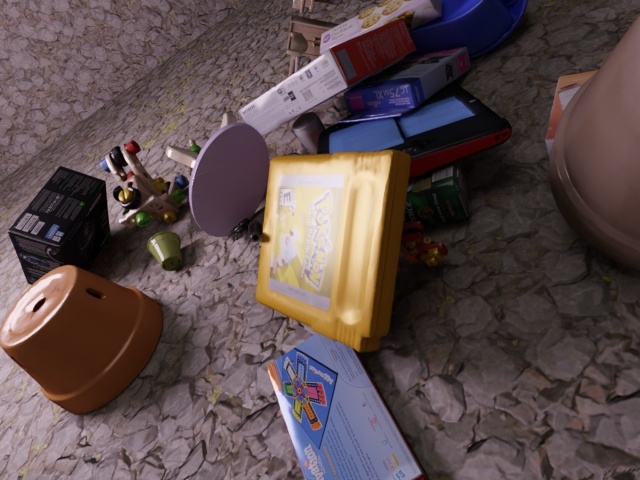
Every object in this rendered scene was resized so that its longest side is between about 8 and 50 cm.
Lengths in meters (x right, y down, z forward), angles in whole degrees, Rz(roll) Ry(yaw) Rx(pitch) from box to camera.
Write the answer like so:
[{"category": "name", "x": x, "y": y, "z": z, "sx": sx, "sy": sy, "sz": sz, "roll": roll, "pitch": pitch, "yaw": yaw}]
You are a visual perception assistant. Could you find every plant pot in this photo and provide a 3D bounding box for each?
[{"category": "plant pot", "x": 0.429, "y": -0.143, "z": 0.484, "sx": 0.323, "sy": 0.280, "sz": 0.323, "roll": -7, "pitch": 68, "yaw": 19}, {"category": "plant pot", "x": -0.523, "y": 0.190, "z": 0.988, "sx": 0.291, "sy": 0.203, "sz": 0.290, "roll": -21, "pitch": 41, "yaw": 19}, {"category": "plant pot", "x": -0.379, "y": 0.034, "z": 1.151, "sx": 0.083, "sy": 0.083, "sz": 0.079, "roll": -36, "pitch": 52, "yaw": 0}]

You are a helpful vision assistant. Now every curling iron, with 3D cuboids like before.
[{"category": "curling iron", "x": -0.148, "y": -0.016, "z": 0.979, "sx": 0.068, "sy": 0.035, "sz": 0.274, "roll": -37, "pitch": 15, "yaw": -9}]

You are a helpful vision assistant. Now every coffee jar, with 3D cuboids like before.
[{"category": "coffee jar", "x": 0.166, "y": -0.068, "z": 0.826, "sx": 0.185, "sy": 0.096, "sz": 0.079, "roll": -11, "pitch": 42, "yaw": 29}]

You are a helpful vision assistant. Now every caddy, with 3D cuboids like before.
[{"category": "caddy", "x": 0.333, "y": -0.574, "z": 1.161, "sx": 0.341, "sy": 0.179, "sz": 0.241, "roll": 7, "pitch": 78, "yaw": 43}]

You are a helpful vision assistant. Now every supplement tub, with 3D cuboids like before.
[{"category": "supplement tub", "x": -0.014, "y": -0.254, "z": 1.140, "sx": 0.071, "sy": 0.107, "sz": 0.071, "roll": -20, "pitch": 41, "yaw": 19}]

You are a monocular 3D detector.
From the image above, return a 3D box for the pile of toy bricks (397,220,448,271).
[{"category": "pile of toy bricks", "x": 0.092, "y": 0.049, "z": 0.755, "sx": 0.212, "sy": 0.118, "sz": 0.105, "roll": -11, "pitch": 60, "yaw": 29}]

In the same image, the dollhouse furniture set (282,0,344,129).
[{"category": "dollhouse furniture set", "x": -0.014, "y": -0.539, "z": 1.347, "sx": 0.174, "sy": 0.303, "sz": 0.355, "roll": 7, "pitch": 46, "yaw": -7}]

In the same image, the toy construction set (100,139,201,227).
[{"category": "toy construction set", "x": -0.430, "y": -0.131, "z": 1.280, "sx": 0.309, "sy": 0.257, "sz": 0.237, "roll": -20, "pitch": 56, "yaw": -10}]

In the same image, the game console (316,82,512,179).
[{"category": "game console", "x": 0.155, "y": -0.215, "z": 0.930, "sx": 0.342, "sy": 0.060, "sz": 0.386, "roll": -21, "pitch": 27, "yaw": 13}]

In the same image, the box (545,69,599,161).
[{"category": "box", "x": 0.450, "y": -0.191, "z": 0.745, "sx": 0.130, "sy": 0.091, "sz": 0.170, "roll": 0, "pitch": 51, "yaw": 37}]

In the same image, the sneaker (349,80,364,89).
[{"category": "sneaker", "x": 0.138, "y": -0.580, "z": 1.329, "sx": 0.293, "sy": 0.146, "sz": 0.102, "roll": -48, "pitch": 40, "yaw": -14}]

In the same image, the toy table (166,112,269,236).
[{"category": "toy table", "x": -0.240, "y": -0.166, "z": 1.129, "sx": 0.274, "sy": 0.252, "sz": 0.161, "roll": -59, "pitch": 35, "yaw": 12}]

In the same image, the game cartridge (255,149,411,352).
[{"category": "game cartridge", "x": 0.000, "y": 0.000, "z": 0.752, "sx": 0.324, "sy": 0.053, "sz": 0.285, "roll": 11, "pitch": 96, "yaw": 55}]

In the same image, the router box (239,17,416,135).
[{"category": "router box", "x": 0.013, "y": -0.382, "z": 1.105, "sx": 0.336, "sy": 0.082, "sz": 0.301, "roll": -14, "pitch": 21, "yaw": 47}]

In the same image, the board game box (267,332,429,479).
[{"category": "board game box", "x": 0.021, "y": 0.250, "z": 0.664, "sx": 0.145, "sy": 0.027, "sz": 0.281, "roll": -33, "pitch": 38, "yaw": 1}]

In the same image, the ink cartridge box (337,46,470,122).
[{"category": "ink cartridge box", "x": 0.191, "y": -0.363, "z": 1.070, "sx": 0.186, "sy": 0.065, "sz": 0.311, "roll": 9, "pitch": 41, "yaw": 44}]

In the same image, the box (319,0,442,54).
[{"category": "box", "x": 0.141, "y": -0.533, "z": 1.144, "sx": 0.324, "sy": 0.063, "sz": 0.067, "roll": -7, "pitch": 67, "yaw": 40}]

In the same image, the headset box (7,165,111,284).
[{"category": "headset box", "x": -0.711, "y": -0.015, "z": 1.292, "sx": 0.283, "sy": 0.131, "sz": 0.246, "roll": 118, "pitch": 169, "yaw": -49}]
